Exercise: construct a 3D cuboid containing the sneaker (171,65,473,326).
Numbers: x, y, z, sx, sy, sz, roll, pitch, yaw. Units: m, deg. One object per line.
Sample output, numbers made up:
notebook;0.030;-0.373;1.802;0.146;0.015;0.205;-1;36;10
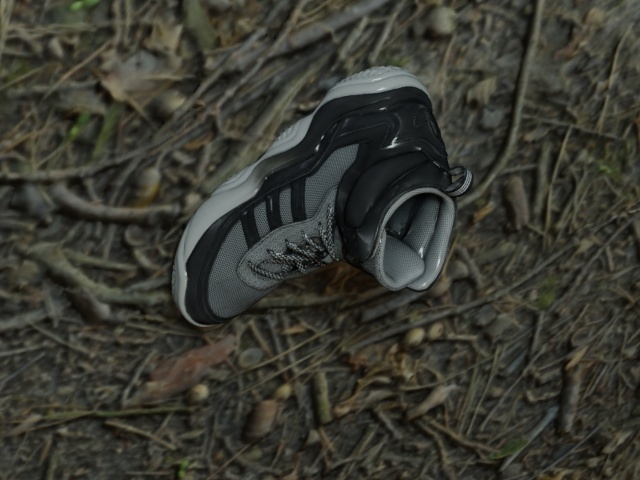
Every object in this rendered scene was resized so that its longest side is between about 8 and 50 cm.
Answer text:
sneaker;0.000;0.000;1.373;0.268;0.153;0.101;-44;137;15
